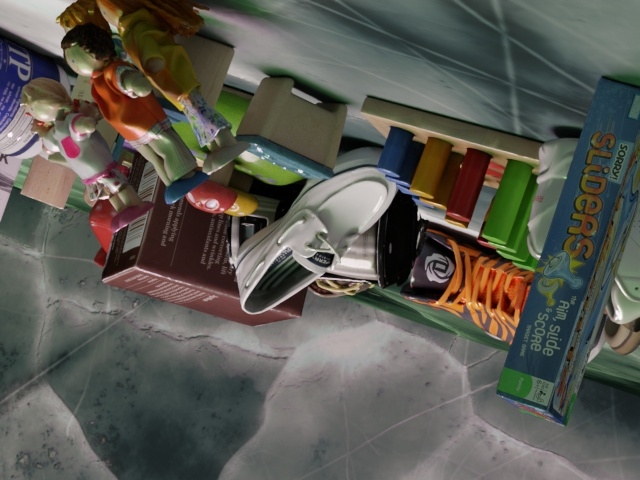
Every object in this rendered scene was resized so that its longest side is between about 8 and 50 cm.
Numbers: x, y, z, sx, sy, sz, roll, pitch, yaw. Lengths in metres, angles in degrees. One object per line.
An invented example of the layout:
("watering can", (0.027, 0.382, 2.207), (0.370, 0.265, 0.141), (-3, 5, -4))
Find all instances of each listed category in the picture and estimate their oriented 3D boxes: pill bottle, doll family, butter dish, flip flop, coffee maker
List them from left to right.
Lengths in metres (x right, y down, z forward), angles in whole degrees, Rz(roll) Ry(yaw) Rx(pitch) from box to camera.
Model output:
("pill bottle", (-0.324, -0.147, 1.530), (0.186, 0.112, 0.112), (24, 173, -40))
("doll family", (-0.138, -0.113, 1.107), (0.163, 0.118, 0.263), (56, 158, -6))
("butter dish", (-0.223, -0.044, 1.834), (0.160, 0.160, 0.118), (17, 151, 51))
("coffee maker", (0.006, -0.003, 1.582), (0.178, 0.120, 0.171), (5, 165, 19))
("flip flop", (0.284, 0.037, 1.332), (0.080, 0.112, 0.277), (45, -177, 14))

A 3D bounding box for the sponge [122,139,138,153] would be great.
("sponge", (-0.229, -0.127, 1.812), (0.210, 0.031, 0.117), (22, 175, -29))

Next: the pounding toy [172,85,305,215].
("pounding toy", (-0.104, -0.078, 1.444), (0.237, 0.110, 0.183), (14, 171, 45))

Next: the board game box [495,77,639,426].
("board game box", (0.165, 0.013, 0.935), (0.035, 0.201, 0.136), (18, 175, 17))

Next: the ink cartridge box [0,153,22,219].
("ink cartridge box", (-0.521, -0.086, 1.997), (0.197, 0.273, 0.114), (22, 170, -21))

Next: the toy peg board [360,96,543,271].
("toy peg board", (0.118, -0.040, 1.213), (0.160, 0.079, 0.161), (17, 173, 23))

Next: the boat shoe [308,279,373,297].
("boat shoe", (0.035, 0.030, 2.057), (0.116, 0.097, 0.324), (21, 174, -9))

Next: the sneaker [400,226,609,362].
("sneaker", (0.196, 0.066, 1.718), (0.180, 0.125, 0.321), (21, 174, -21))

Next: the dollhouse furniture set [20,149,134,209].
("dollhouse furniture set", (-0.308, -0.090, 1.955), (0.144, 0.123, 0.151), (21, 174, -12))

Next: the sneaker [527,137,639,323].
("sneaker", (0.252, 0.013, 1.068), (0.232, 0.115, 0.090), (20, 174, 1))

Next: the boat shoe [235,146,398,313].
("boat shoe", (0.000, 0.000, 1.431), (0.083, 0.076, 0.226), (23, 135, -26))

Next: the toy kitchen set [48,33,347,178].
("toy kitchen set", (-0.107, -0.090, 1.276), (0.166, 0.122, 0.207), (23, 174, -31))

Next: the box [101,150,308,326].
("box", (-0.123, -0.009, 1.713), (0.203, 0.168, 0.167), (18, 166, -19))
